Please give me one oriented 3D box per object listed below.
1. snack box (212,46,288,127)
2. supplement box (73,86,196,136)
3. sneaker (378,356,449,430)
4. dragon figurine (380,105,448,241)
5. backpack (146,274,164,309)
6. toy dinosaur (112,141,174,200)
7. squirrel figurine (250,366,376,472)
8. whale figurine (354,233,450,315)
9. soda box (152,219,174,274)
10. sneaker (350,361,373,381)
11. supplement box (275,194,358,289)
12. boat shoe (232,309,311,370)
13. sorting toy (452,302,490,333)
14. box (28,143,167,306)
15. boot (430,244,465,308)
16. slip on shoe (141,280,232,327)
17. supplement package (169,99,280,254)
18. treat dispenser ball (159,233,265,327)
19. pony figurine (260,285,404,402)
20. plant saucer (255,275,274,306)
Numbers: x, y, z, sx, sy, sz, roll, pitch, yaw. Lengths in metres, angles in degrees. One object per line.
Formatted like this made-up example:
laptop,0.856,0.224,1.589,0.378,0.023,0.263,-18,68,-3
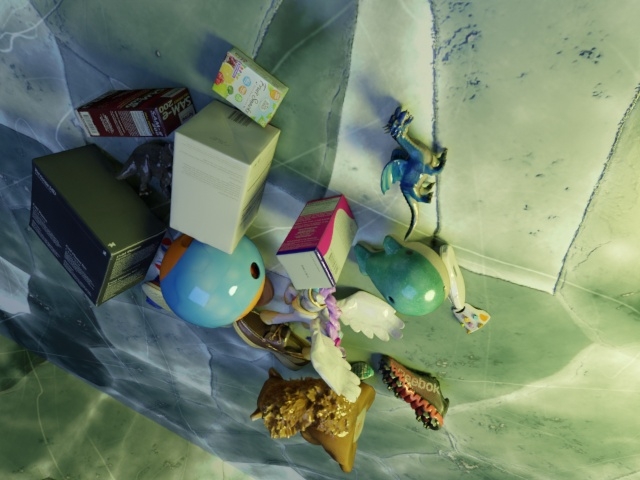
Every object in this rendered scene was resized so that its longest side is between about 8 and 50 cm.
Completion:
snack box,-0.154,-0.330,0.893,0.141,0.037,0.100,35,135,-9
supplement box,-0.436,-0.304,0.975,0.239,0.130,0.073,5,130,18
sneaker,0.313,0.480,1.359,0.276,0.135,0.098,45,149,14
dragon figurine,0.179,-0.142,0.880,0.144,0.085,0.289,18,133,8
backpack,-0.584,0.196,1.498,0.098,0.101,0.120,36,138,0
toy dinosaur,-0.428,-0.198,1.098,0.313,0.121,0.160,13,116,30
squirrel figurine,-0.052,0.532,1.345,0.370,0.281,0.397,12,152,23
whale figurine,0.176,0.088,1.007,0.272,0.141,0.216,19,137,45
soda box,-0.519,0.037,1.351,0.074,0.069,0.216,2,129,23
sneaker,0.134,0.482,1.470,0.076,0.065,0.166,38,140,-27
supplement box,0.000,0.000,0.988,0.114,0.220,0.111,-7,125,30
boat shoe,-0.147,0.325,1.414,0.123,0.123,0.342,-32,116,32
sorting toy,0.403,0.209,1.127,0.075,0.045,0.083,48,133,6
box,-0.661,-0.040,1.207,0.343,0.179,0.312,49,134,4
boot,0.308,0.093,1.050,0.086,0.069,0.190,-5,119,36
slip on shoe,-0.444,0.203,1.415,0.331,0.101,0.123,19,145,-8
supplement package,-0.237,-0.145,0.994,0.177,0.175,0.293,25,134,0
treat dispenser ball,-0.300,0.099,1.157,0.288,0.288,0.288,12,133,14
pony figurine,0.012,0.252,1.201,0.351,0.303,0.363,43,148,-4
plant saucer,-0.252,0.155,1.360,0.200,0.037,0.200,13,133,14
